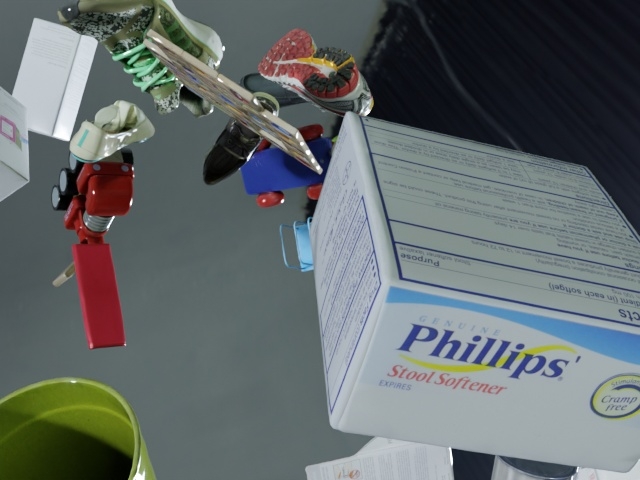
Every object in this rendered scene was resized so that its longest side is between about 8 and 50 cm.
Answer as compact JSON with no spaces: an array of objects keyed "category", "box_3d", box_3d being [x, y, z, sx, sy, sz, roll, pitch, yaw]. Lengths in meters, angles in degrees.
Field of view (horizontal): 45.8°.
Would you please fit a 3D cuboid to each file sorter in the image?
[{"category":"file sorter","box_3d":[0.000,0.000,1.860,0.170,0.118,0.104,-14,169,25]}]

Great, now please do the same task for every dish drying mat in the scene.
[{"category":"dish drying mat","box_3d":[-0.172,0.042,0.588,0.032,0.083,0.008,-1,160,-41]}]

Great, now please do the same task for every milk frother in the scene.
[{"category":"milk frother","box_3d":[0.247,0.288,0.781,0.143,0.129,0.135,-1,106,-28]}]

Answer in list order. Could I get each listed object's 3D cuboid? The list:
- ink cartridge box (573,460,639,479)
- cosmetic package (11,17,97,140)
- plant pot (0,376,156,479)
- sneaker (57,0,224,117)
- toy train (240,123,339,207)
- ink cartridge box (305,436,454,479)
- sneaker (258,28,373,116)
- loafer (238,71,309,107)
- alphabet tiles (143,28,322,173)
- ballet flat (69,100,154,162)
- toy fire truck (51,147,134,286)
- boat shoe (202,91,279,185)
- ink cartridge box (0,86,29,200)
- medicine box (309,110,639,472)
[{"category":"ink cartridge box","box_3d":[0.584,0.448,1.560,0.117,0.283,0.207,-5,149,-5]},{"category":"cosmetic package","box_3d":[-0.570,-0.340,1.612,0.085,0.117,0.231,-2,110,-81]},{"category":"plant pot","box_3d":[-0.430,0.492,1.333,0.366,0.366,0.353,-26,135,-11]},{"category":"sneaker","box_3d":[-0.297,-0.328,1.376,0.158,0.182,0.410,-16,169,25]},{"category":"toy train","box_3d":[0.017,-0.125,1.119,0.247,0.105,0.143,-8,-169,28]},{"category":"ink cartridge box","box_3d":[0.096,0.383,1.181,0.224,0.056,0.181,-10,113,-3]},{"category":"sneaker","box_3d":[-0.010,-0.225,1.063,0.088,0.225,0.093,-46,133,-1]},{"category":"loafer","box_3d":[-0.041,-0.292,1.412,0.223,0.076,0.078,-2,157,-15]},{"category":"alphabet tiles","box_3d":[-0.094,-0.146,0.792,0.009,0.198,0.237,-56,171,-1]},{"category":"ballet flat","box_3d":[-0.357,-0.205,1.343,0.086,0.086,0.248,-46,-173,23]},{"category":"toy fire truck","box_3d":[-0.463,-0.044,1.524,0.158,0.247,0.217,-1,150,-36]},{"category":"boat shoe","box_3d":[-0.101,-0.121,0.952,0.056,0.049,0.152,27,132,-18]},{"category":"ink cartridge box","box_3d":[-0.347,-0.089,0.771,0.088,0.123,0.052,-31,137,13]},{"category":"medicine box","box_3d":[0.139,0.033,0.672,0.263,0.289,0.149,11,122,-11]}]
